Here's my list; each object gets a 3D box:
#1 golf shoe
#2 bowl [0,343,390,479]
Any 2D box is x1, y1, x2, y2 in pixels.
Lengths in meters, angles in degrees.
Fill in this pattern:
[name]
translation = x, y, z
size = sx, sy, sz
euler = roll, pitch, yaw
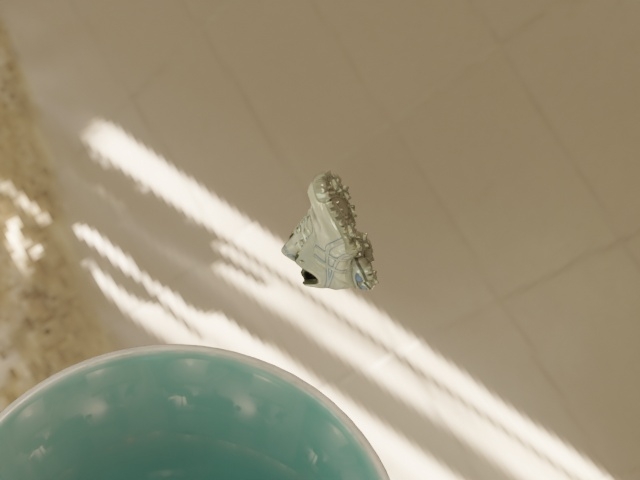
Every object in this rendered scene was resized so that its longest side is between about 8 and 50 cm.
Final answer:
[golf shoe]
translation = 0.000, 0.000, 1.738
size = 0.176, 0.086, 0.069
euler = 69, -167, -53
[bowl]
translation = -0.102, 0.243, 1.214
size = 0.311, 0.311, 0.163
euler = 45, 157, 21
